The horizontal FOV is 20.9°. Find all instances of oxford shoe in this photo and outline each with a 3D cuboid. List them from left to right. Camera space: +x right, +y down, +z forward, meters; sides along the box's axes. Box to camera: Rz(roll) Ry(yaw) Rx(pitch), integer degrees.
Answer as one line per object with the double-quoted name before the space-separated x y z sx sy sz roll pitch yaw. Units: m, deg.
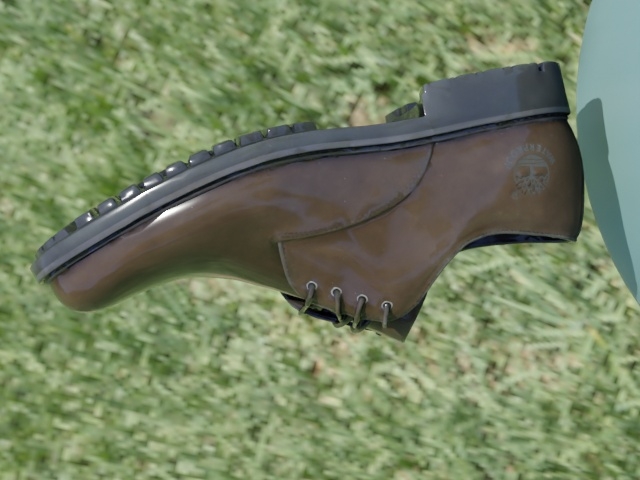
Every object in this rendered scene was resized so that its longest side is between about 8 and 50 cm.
"oxford shoe" 0.000 0.000 0.689 0.227 0.083 0.096 -14 87 -5

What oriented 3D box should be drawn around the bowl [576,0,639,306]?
"bowl" 0.256 -0.061 0.670 0.312 0.163 0.311 0 89 8
